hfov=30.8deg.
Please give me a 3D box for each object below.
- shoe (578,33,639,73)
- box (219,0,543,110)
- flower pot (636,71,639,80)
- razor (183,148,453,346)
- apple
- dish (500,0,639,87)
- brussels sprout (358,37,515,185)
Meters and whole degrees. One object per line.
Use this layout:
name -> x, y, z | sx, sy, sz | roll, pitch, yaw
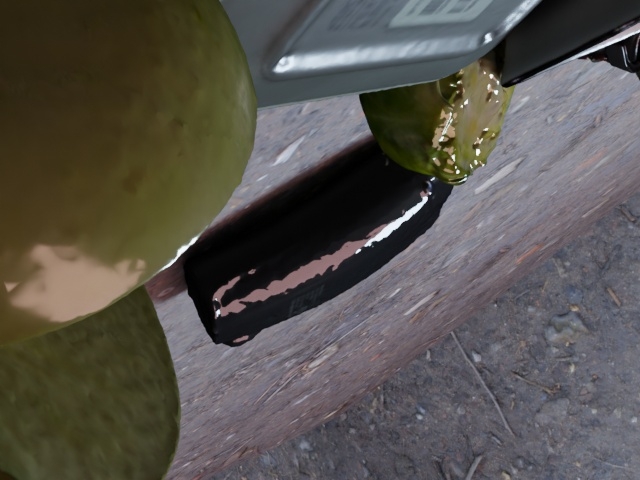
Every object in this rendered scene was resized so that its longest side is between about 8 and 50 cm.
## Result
shoe -> 0.309, -0.225, 1.203 | 0.099, 0.112, 0.227 | -23, 174, -38
box -> 0.092, -0.231, 0.692 | 0.396, 0.111, 0.396 | -19, 160, -49
flower pot -> 0.490, -0.208, 1.273 | 0.293, 0.330, 0.293 | -33, 169, -7
razor -> 0.001, 0.004, 1.331 | 0.327, 0.107, 0.189 | -30, 166, -15
apple -> -0.162, -0.016, 0.457 | 0.292, 0.254, 0.292 | -7, 126, -9
dish -> 0.273, -0.237, 0.957 | 0.316, 0.106, 0.316 | -27, 180, 0
brussels sprout -> 0.100, -0.136, 1.053 | 0.149, 0.122, 0.151 | -33, 138, -51
